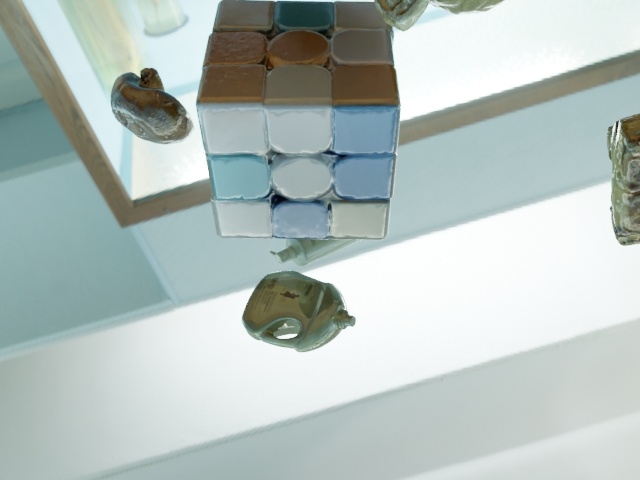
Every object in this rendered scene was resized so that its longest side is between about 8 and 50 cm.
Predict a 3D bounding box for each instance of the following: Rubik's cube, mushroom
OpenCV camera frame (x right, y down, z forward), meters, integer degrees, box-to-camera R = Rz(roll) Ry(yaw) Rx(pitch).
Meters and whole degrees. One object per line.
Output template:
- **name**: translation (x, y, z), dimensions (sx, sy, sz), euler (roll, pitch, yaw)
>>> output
- **Rubik's cube**: translation (-0.035, -0.231, 1.320), dimensions (0.347, 0.346, 0.344), euler (0, -131, 2)
- **mushroom**: translation (-0.413, -0.308, 1.643), dimensions (0.138, 0.194, 0.231), euler (-40, -136, -20)

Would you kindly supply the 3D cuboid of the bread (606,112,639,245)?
- **bread**: translation (0.850, -0.181, 1.640), dimensions (0.314, 0.369, 0.191), euler (-13, -145, 12)

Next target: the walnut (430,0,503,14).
- **walnut**: translation (0.290, -0.592, 1.308), dimensions (0.253, 0.282, 0.276), euler (-9, -131, -15)

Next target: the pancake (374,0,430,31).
- **pancake**: translation (0.103, -0.316, 0.774), dimensions (0.025, 0.151, 0.151), euler (7, -143, -26)

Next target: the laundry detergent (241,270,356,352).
- **laundry detergent**: translation (-0.038, 0.158, 1.475), dimensions (0.254, 0.091, 0.181), euler (8, -126, 33)

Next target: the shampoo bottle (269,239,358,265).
- **shampoo bottle**: translation (0.000, 0.000, 1.710), dimensions (0.263, 0.085, 0.085), euler (-24, -139, -32)
